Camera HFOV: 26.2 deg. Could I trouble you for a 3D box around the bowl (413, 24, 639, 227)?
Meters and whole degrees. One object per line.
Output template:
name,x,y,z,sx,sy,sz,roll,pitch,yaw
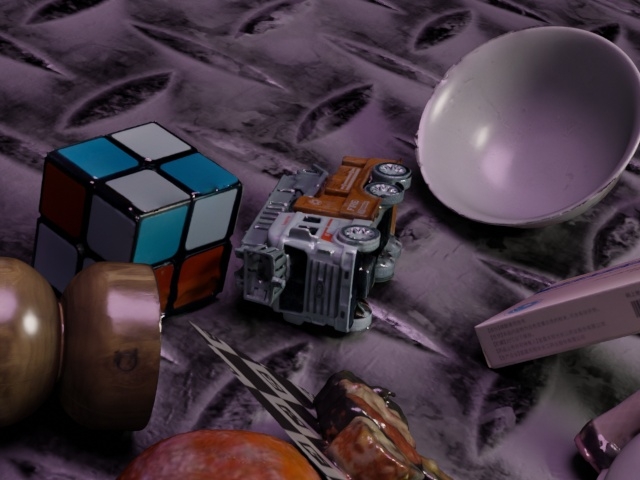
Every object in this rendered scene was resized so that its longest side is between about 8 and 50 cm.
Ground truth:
bowl,0.329,-0.138,2.049,0.345,0.345,0.157,42,-4,37

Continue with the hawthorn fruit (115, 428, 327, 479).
hawthorn fruit,-0.089,0.283,1.200,0.235,0.263,0.231,6,69,2

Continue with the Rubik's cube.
Rubik's cube,-0.219,-0.016,1.640,0.167,0.180,0.183,32,37,28

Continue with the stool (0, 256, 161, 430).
stool,-0.310,0.105,1.406,0.264,0.179,0.179,3,33,-18

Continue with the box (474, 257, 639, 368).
box,0.378,0.067,1.665,0.200,0.343,0.065,-22,91,-46

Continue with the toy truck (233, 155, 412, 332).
toy truck,0.000,0.000,1.764,0.184,0.133,0.338,10,27,11

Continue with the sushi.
sushi,0.061,0.196,1.347,0.320,0.069,0.339,43,3,40

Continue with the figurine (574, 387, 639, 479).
figurine,0.396,0.257,1.440,0.253,0.211,0.361,-5,25,11
